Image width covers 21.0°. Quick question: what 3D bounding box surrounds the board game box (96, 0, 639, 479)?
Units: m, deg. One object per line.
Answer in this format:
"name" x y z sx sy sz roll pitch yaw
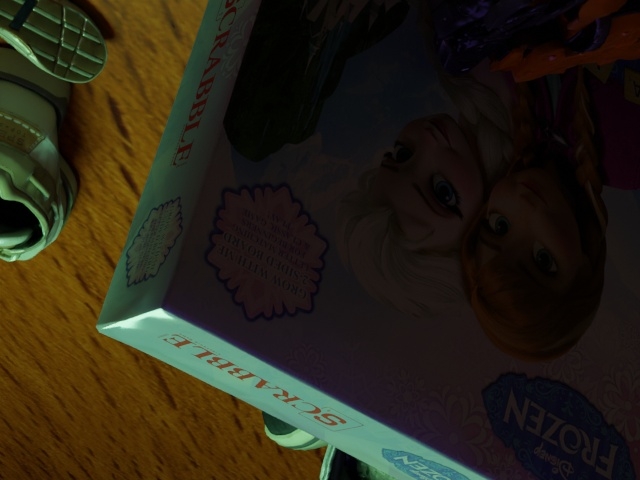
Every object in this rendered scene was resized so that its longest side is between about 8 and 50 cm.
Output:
"board game box" 0.070 -0.032 0.933 0.319 0.318 0.066 29 152 -28

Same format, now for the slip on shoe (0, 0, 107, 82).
"slip on shoe" -0.203 -0.155 1.185 0.135 0.051 0.041 27 -165 -41

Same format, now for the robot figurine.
"robot figurine" 0.170 -0.160 0.820 0.211 0.085 0.291 -12 169 -26

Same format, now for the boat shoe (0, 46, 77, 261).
"boat shoe" -0.261 -0.041 1.387 0.113 0.103 0.302 17 156 0

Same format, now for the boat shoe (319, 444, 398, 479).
"boat shoe" 0.075 0.121 1.387 0.108 0.102 0.301 39 129 14

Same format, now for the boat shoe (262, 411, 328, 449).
"boat shoe" 0.000 0.000 1.230 0.156 0.186 0.500 22 152 2
